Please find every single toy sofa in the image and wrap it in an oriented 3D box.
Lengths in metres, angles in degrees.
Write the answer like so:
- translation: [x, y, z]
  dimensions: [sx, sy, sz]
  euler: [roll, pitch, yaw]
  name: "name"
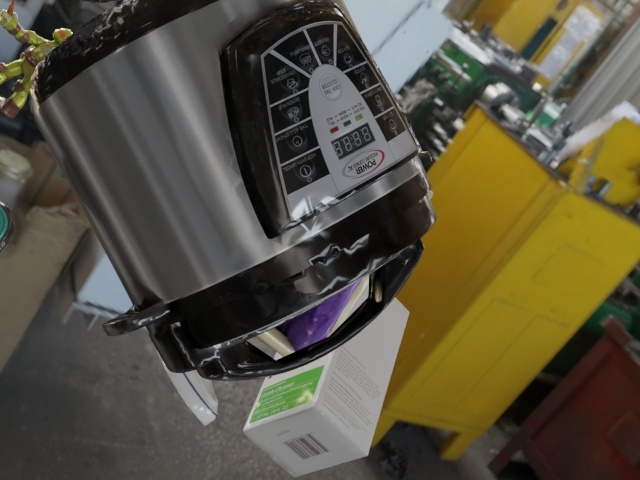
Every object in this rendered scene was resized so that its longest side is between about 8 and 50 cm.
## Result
- translation: [0.000, 0.000, 1.355]
  dimensions: [0.150, 0.362, 0.177]
  euler: [41, -15, -22]
  name: "toy sofa"

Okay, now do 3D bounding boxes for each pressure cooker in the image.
- translation: [-0.072, -0.067, 0.977]
  dimensions: [0.420, 0.370, 0.375]
  euler: [64, 13, -6]
  name: "pressure cooker"

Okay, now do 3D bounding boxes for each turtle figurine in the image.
- translation: [-0.531, -0.327, 1.644]
  dimensions: [0.087, 0.217, 0.269]
  euler: [54, 7, 28]
  name: "turtle figurine"

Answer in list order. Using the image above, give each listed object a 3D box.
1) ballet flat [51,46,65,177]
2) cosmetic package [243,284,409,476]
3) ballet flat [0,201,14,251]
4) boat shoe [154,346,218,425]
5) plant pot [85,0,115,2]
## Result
- translation: [-0.317, -0.175, 1.219]
  dimensions: [0.106, 0.316, 0.107]
  euler: [2, 71, -13]
  name: "ballet flat"
- translation: [0.020, 0.245, 1.660]
  dimensions: [0.155, 0.197, 0.365]
  euler: [46, 39, -21]
  name: "cosmetic package"
- translation: [-0.496, 0.041, 1.057]
  dimensions: [0.095, 0.280, 0.096]
  euler: [57, -10, 7]
  name: "ballet flat"
- translation: [-0.211, 0.167, 1.397]
  dimensions: [0.267, 0.088, 0.096]
  euler: [58, -3, 36]
  name: "boat shoe"
- translation: [-0.369, -0.503, 1.479]
  dimensions: [0.167, 0.167, 0.165]
  euler: [-13, 91, -64]
  name: "plant pot"
